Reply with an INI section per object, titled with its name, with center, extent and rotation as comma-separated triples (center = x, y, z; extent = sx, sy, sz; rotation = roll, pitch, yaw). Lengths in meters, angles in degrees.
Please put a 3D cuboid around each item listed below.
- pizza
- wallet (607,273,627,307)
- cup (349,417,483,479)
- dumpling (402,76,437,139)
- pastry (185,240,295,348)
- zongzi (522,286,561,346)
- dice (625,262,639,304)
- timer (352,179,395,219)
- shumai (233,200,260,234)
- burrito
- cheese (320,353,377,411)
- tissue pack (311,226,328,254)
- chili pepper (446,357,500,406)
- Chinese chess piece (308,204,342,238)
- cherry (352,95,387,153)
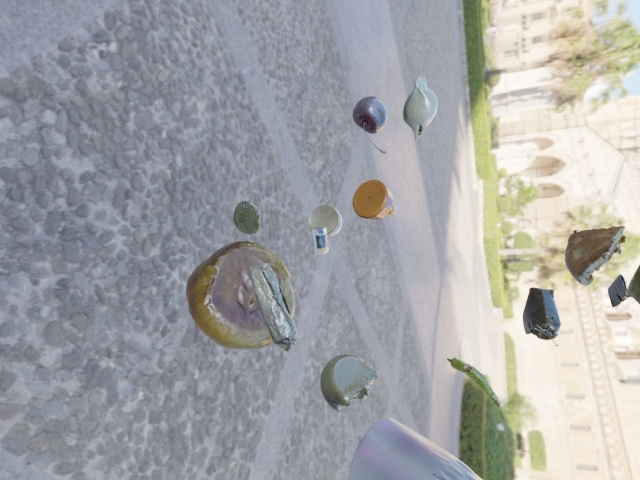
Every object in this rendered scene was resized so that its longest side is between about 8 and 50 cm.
[pizza]
center = 0.680, 0.020, 1.094
extent = 0.062, 0.161, 0.182
rotation = 40, 26, -7
[wallet]
center = 1.023, 0.176, 1.524
extent = 0.157, 0.018, 0.082
rotation = 51, 34, -61
[cup]
center = 0.285, 0.702, 1.274
extent = 0.253, 0.371, 0.253
rotation = -12, 107, -42
[dumpling]
center = 0.344, -0.450, 1.507
extent = 0.155, 0.111, 0.181
rotation = -44, 163, -43
[pastry]
center = -0.235, 0.165, 1.349
extent = 0.356, 0.164, 0.356
rotation = 17, 61, -33
[zongzi]
center = 0.799, 0.332, 1.622
extent = 0.248, 0.111, 0.241
rotation = -60, 152, -55
[dice]
center = 0.655, 0.043, 0.685
extent = 0.233, 0.238, 0.227
rotation = -9, 124, -48
[timer]
center = 0.201, -0.117, 1.476
extent = 0.152, 0.132, 0.132
rotation = 21, 66, -49
[shumai]
center = -0.252, -0.090, 1.582
extent = 0.087, 0.098, 0.124
rotation = -62, 163, -66
[burrito]
center = -0.093, 0.134, 0.898
extent = 0.045, 0.058, 0.188
rotation = -1, 70, -75
[cheese]
center = 0.082, 0.481, 1.492
extent = 0.202, 0.175, 0.091
rotation = -43, 155, -49
[tissue pack]
center = 0.000, 0.000, 1.433
extent = 0.062, 0.042, 0.083
rotation = -32, 117, -72
[chili pepper]
center = 0.490, 0.434, 1.388
extent = 0.049, 0.208, 0.043
rotation = -51, 164, 9
[Chinese chess piece]
center = 0.017, -0.066, 1.577
extent = 0.051, 0.122, 0.122
rotation = 38, 52, -64
[cherry]
center = 0.198, -0.426, 1.569
extent = 0.188, 0.115, 0.148
rotation = 39, 25, -17
